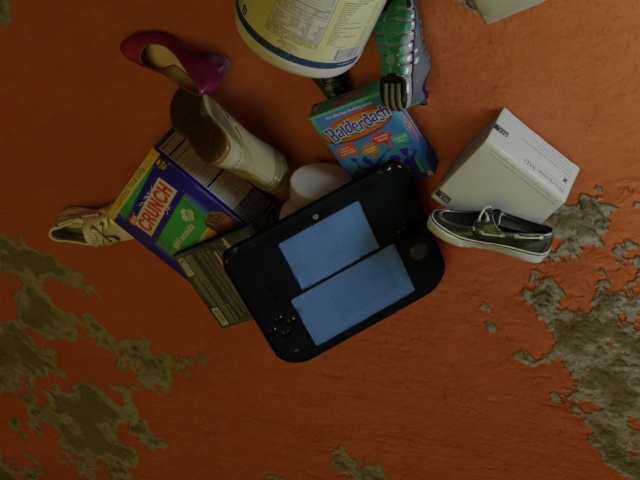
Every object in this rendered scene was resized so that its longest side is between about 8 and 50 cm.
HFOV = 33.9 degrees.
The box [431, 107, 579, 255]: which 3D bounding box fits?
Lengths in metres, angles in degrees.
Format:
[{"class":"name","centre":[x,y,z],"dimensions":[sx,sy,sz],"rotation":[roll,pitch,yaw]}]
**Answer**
[{"class":"box","centre":[0.331,-0.104,1.887],"dimensions":[0.181,0.119,0.182],"rotation":[38,134,-4]}]

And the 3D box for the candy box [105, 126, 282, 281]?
[{"class":"candy box","centre":[-0.264,-0.056,2.252],"dimensions":[0.317,0.122,0.268],"rotation":[40,135,-4]}]

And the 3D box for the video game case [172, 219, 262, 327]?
[{"class":"video game case","centre":[-0.170,0.076,2.172],"dimensions":[0.274,0.026,0.196],"rotation":[-20,108,45]}]

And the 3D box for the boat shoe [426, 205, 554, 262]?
[{"class":"boat shoe","centre":[0.298,-0.027,1.836],"dimensions":[0.219,0.077,0.070],"rotation":[14,132,7]}]

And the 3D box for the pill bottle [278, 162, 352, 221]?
[{"class":"pill bottle","centre":[0.000,0.000,2.118],"dimensions":[0.169,0.169,0.301],"rotation":[16,132,17]}]

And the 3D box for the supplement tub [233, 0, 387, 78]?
[{"class":"supplement tub","centre":[0.010,-0.453,1.704],"dimensions":[0.235,0.235,0.324],"rotation":[31,134,3]}]

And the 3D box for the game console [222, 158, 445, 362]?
[{"class":"game console","centre":[0.038,0.053,2.023],"dimensions":[0.387,0.060,0.342],"rotation":[-29,135,-3]}]

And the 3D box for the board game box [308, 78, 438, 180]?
[{"class":"board game box","centre":[0.100,-0.188,1.958],"dimensions":[0.160,0.047,0.210],"rotation":[-17,127,30]}]

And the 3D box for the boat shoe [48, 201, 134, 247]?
[{"class":"boat shoe","centre":[-0.510,-0.024,2.430],"dimensions":[0.277,0.096,0.098],"rotation":[-4,123,31]}]

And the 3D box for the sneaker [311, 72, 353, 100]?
[{"class":"sneaker","centre":[0.022,-0.320,1.931],"dimensions":[0.170,0.051,0.089],"rotation":[44,138,-5]}]

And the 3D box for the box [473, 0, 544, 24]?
[{"class":"box","centre":[0.272,-0.476,1.601],"dimensions":[0.127,0.148,0.232],"rotation":[-17,117,36]}]

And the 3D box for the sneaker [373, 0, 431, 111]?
[{"class":"sneaker","centre":[0.152,-0.341,1.840],"dimensions":[0.083,0.098,0.223],"rotation":[14,109,41]}]

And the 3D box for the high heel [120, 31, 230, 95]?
[{"class":"high heel","centre":[-0.304,-0.338,2.050],"dimensions":[0.244,0.117,0.082],"rotation":[19,132,14]}]

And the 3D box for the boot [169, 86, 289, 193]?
[{"class":"boot","centre":[-0.179,-0.204,2.091],"dimensions":[0.203,0.262,0.095],"rotation":[25,109,-44]}]
